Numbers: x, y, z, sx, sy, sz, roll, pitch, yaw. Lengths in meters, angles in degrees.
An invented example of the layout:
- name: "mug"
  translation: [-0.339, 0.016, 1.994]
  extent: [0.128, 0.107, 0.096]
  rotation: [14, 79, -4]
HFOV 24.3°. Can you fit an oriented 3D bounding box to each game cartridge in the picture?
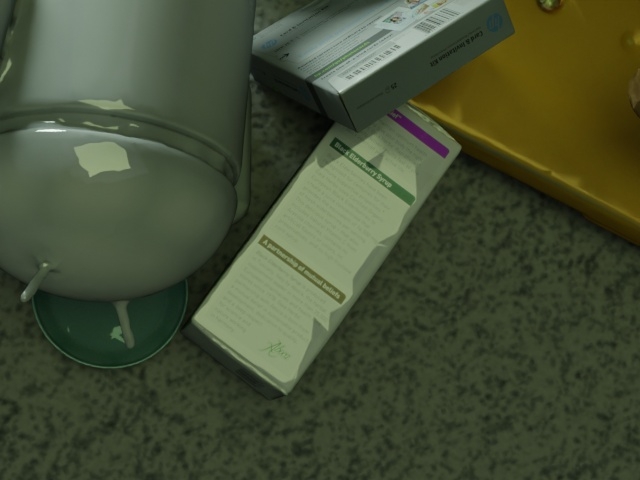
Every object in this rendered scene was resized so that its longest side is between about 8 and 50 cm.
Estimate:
- name: "game cartridge"
  translation: [0.249, -0.157, 1.235]
  extent: [0.324, 0.053, 0.285]
  rotation: [28, 74, -8]

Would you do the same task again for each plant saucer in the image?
- name: "plant saucer"
  translation: [-0.162, 0.040, 1.144]
  extent: [0.119, 0.021, 0.119]
  rotation: [2, 81, -10]

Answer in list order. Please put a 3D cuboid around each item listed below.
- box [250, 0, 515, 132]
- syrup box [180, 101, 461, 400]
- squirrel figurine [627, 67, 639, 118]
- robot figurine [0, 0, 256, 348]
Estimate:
- name: "box"
  translation: [0.037, -0.153, 1.131]
  extent: [0.145, 0.186, 0.038]
  rotation: [-33, 120, -14]
- name: "syrup box"
  translation: [0.000, 0.000, 1.144]
  extent: [0.096, 0.093, 0.237]
  rotation: [37, 76, -3]
- name: "squirrel figurine"
  translation: [0.471, -0.204, 1.160]
  extent: [0.397, 0.281, 0.370]
  rotation: [31, 47, -21]
- name: "robot figurine"
  translation: [-0.152, -0.108, 1.061]
  extent: [0.300, 0.200, 0.353]
  rotation: [23, 64, -45]
